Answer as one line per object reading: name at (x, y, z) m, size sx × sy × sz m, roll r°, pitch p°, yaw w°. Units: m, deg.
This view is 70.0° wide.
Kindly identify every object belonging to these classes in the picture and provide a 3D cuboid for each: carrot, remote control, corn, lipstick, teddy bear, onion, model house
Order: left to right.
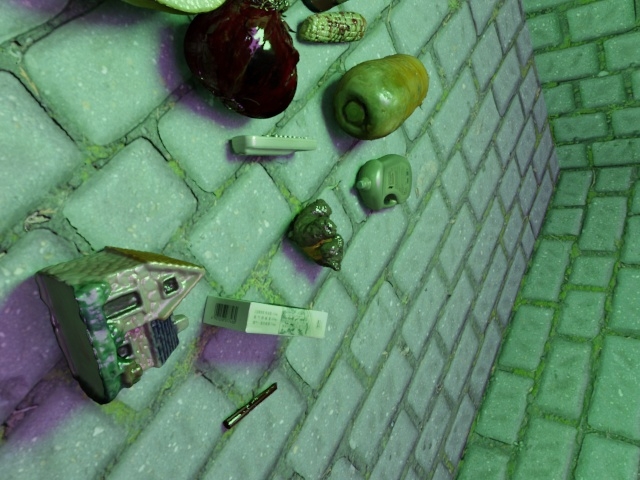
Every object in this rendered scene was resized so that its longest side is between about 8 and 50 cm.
model house at (-0.338, 0.131, 0.838) m, size 0.237 × 0.202 × 0.237 m, roll -25°, pitch 110°, yaw -44°
onion at (-0.156, -0.393, 1.010) m, size 0.280 × 0.221 × 0.281 m, roll -17°, pitch 118°, yaw -35°
lipstick at (-0.173, 0.418, 1.169) m, size 0.176 × 0.027 × 0.027 m, roll -28°, pitch 112°, yaw -46°
remote control at (-0.114, -0.239, 1.155) m, size 0.230 × 0.090 × 0.049 m, roll -11°, pitch 101°, yaw -46°
teddy bear at (0.000, 0.000, 1.268) m, size 0.140 × 0.177 × 0.190 m, roll -31°, pitch 124°, yaw 8°
corn at (0.038, -0.611, 1.312) m, size 0.253 × 0.086 × 0.086 m, roll -26°, pitch 110°, yaw -41°
carrot at (0.186, -0.439, 1.382) m, size 0.340 × 0.224 × 0.224 m, roll -42°, pitch 121°, yaw -40°

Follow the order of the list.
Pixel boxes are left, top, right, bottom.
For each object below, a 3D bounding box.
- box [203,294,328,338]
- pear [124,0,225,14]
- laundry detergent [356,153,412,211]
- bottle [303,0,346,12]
box at (-0.127, 0.185, 1.103) m, size 0.256 × 0.164 × 0.069 m, roll 18°, pitch 78°, yaw -47°
pear at (-0.325, -0.578, 0.830) m, size 0.386 × 0.191 × 0.340 m, roll -48°, pitch 131°, yaw -36°
laundry detergent at (0.204, -0.190, 1.510) m, size 0.253 × 0.091 × 0.181 m, roll -16°, pitch 109°, yaw -47°
bottle at (0.099, -0.716, 1.186) m, size 0.144 × 0.336 × 0.144 m, roll -2°, pitch 93°, yaw -47°
